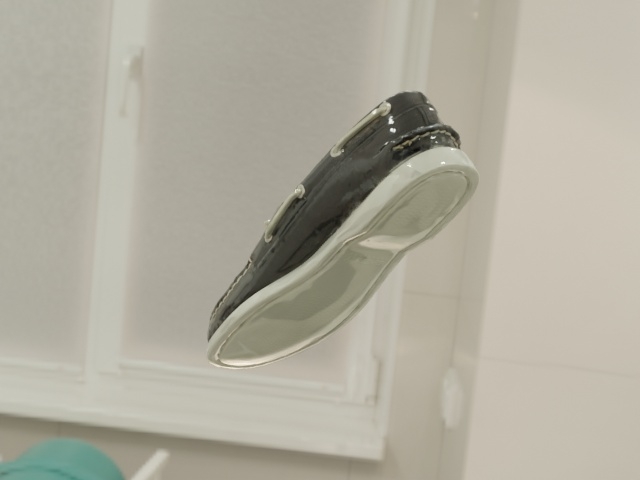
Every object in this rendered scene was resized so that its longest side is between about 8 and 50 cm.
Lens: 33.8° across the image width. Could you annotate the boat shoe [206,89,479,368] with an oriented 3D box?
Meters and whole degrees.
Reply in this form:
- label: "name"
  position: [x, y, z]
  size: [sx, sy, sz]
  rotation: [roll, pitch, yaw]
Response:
- label: "boat shoe"
  position: [0.000, 0.000, 0.359]
  size: [0.046, 0.125, 0.038]
  rotation: [8, 48, -41]
